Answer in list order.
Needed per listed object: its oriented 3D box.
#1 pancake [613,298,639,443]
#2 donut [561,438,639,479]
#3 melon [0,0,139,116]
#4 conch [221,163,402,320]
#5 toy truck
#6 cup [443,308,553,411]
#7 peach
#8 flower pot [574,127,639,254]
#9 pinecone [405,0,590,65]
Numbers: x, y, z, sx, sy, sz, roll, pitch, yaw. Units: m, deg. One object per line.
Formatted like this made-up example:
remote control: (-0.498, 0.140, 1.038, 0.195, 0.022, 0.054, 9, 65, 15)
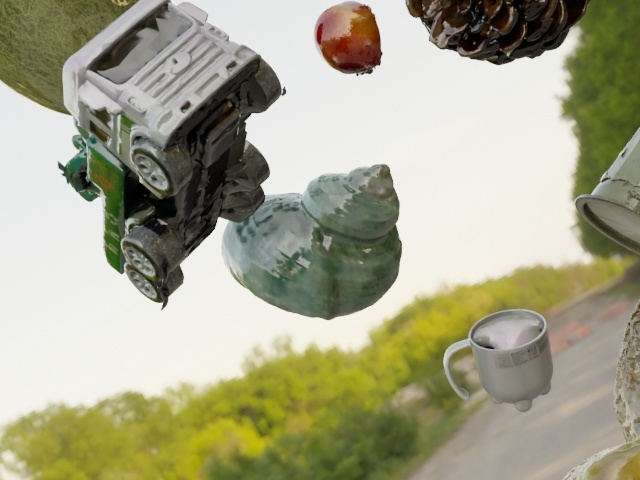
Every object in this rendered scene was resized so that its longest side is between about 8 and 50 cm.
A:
pancake: (0.492, 0.165, 1.485, 0.082, 0.386, 0.387, 9, -31, -33)
donut: (0.316, 0.279, 1.101, 0.208, 0.261, 0.128, -54, 3, -8)
melon: (-0.342, -0.300, 1.680, 0.248, 0.329, 0.248, -46, 0, 0)
conch: (0.000, 0.000, 1.620, 0.195, 0.220, 0.277, 24, -50, -28)
toy truck: (-0.161, -0.079, 1.262, 0.176, 0.178, 0.363, -47, -9, -26)
cup: (0.319, 0.221, 2.224, 0.173, 0.142, 0.134, -25, 27, -22)
peach: (0.026, -0.236, 1.536, 0.061, 0.098, 0.098, -15, -16, -37)
flower pot: (0.533, -0.094, 2.021, 0.202, 0.212, 0.212, -63, -4, -9)
pinecone: (0.205, -0.317, 1.518, 0.224, 0.224, 0.272, -34, -9, 25)
